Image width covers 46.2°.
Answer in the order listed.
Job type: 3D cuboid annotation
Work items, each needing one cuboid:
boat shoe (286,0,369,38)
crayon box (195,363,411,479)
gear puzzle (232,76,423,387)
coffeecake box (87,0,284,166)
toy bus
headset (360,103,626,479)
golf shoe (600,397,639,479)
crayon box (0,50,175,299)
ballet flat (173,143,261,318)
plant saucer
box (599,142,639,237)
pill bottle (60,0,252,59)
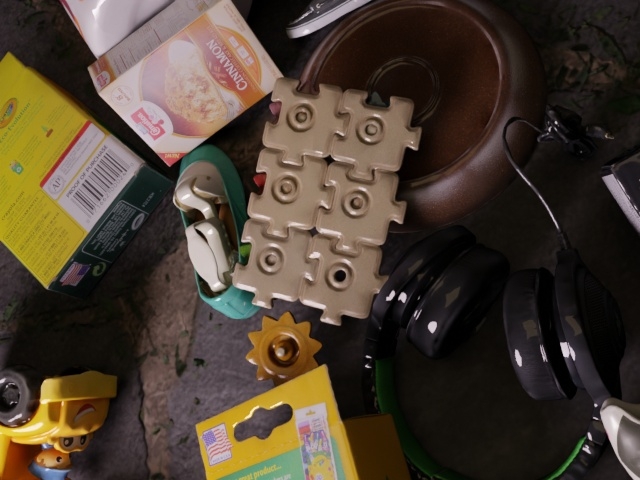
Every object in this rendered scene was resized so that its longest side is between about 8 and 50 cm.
[{"bbox_3d":[0.014,-0.296,0.924,0.142,0.040,0.049,-22,25,23],"label":"boat shoe"},{"bbox_3d":[0.003,0.302,0.716,0.203,0.083,0.323,-31,65,35],"label":"crayon box"},{"bbox_3d":[0.000,0.000,0.819,0.175,0.044,0.339,12,90,14],"label":"gear puzzle"},{"bbox_3d":[-0.159,-0.202,0.912,0.185,0.142,0.068,-36,48,4],"label":"coffeecake box"},{"bbox_3d":[-0.357,0.253,0.877,0.220,0.149,0.211,-10,76,17],"label":"toy bus"},{"bbox_3d":[0.188,0.064,0.739,0.243,0.185,0.394,17,97,29],"label":"headset"},{"bbox_3d":[0.346,0.110,0.563,0.273,0.105,0.120,-42,78,17],"label":"golf shoe"},{"bbox_3d":[-0.371,-0.096,1.016,0.318,0.081,0.202,39,91,26],"label":"crayon box"},{"bbox_3d":[-0.130,-0.025,0.895,0.083,0.087,0.247,-27,66,16],"label":"ballet flat"},{"bbox_3d":[0.098,-0.164,0.866,0.311,0.050,0.310,-6,72,20],"label":"plant saucer"},{"bbox_3d":[0.442,-0.014,0.621,0.295,0.073,0.293,-32,88,12],"label":"box"},{"bbox_3d":[-0.273,-0.415,0.988,0.224,0.224,0.392,-39,65,8],"label":"pill bottle"}]
